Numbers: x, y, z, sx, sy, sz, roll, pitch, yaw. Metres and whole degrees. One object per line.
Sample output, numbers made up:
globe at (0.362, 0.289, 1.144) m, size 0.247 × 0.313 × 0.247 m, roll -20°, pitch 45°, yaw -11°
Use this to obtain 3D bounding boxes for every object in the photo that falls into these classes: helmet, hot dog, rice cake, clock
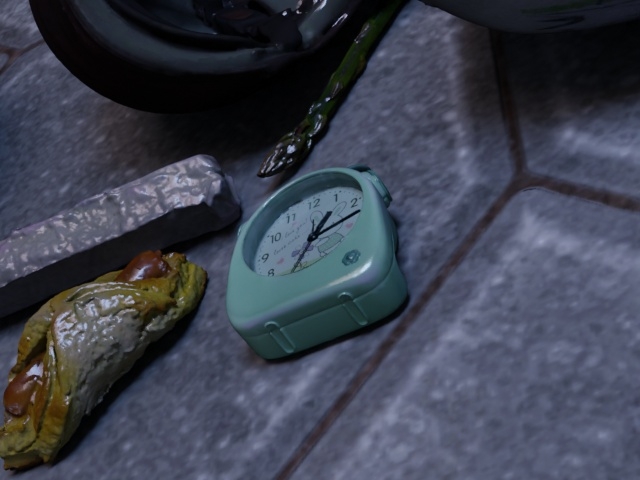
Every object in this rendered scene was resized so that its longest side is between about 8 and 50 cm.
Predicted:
helmet at (-0.080, -0.211, 0.998) m, size 0.305 × 0.225 × 0.177 m, roll -52°, pitch 7°, yaw -30°
hot dog at (-0.144, 0.060, 0.860) m, size 0.169 × 0.061 × 0.078 m, roll -48°, pitch 35°, yaw -15°
rice cake at (-0.170, 0.008, 0.948) m, size 0.269 × 0.055 × 0.049 m, roll -23°, pitch 58°, yaw 22°
clock at (0.000, 0.000, 0.824) m, size 0.101 × 0.041 × 0.135 m, roll -22°, pitch 37°, yaw 21°

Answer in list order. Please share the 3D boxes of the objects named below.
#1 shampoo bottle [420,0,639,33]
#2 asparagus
shampoo bottle at (0.157, -0.256, 0.781) m, size 0.266 × 0.273 × 0.273 m, roll -10°, pitch 43°, yaw 18°
asparagus at (0.022, -0.123, 0.960) m, size 0.023 × 0.022 × 0.233 m, roll 26°, pitch 61°, yaw 13°
